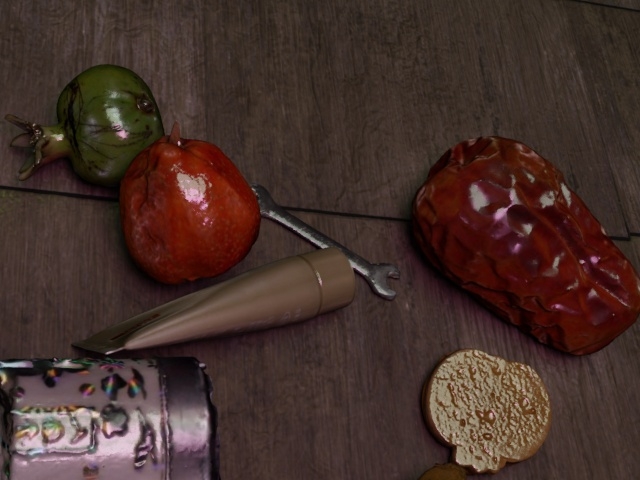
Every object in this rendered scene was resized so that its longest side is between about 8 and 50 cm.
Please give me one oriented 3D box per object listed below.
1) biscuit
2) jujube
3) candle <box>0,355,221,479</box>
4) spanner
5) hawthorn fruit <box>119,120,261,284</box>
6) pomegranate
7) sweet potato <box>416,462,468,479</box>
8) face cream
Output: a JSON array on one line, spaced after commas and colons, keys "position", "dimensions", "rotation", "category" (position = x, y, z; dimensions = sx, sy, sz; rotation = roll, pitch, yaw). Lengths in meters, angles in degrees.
[{"position": [0.209, 0.225, 1.178], "dimensions": [0.170, 0.050, 0.170], "rotation": [4, 66, -9], "category": "biscuit"}, {"position": [0.284, 0.014, 1.248], "dimensions": [0.342, 0.216, 0.216], "rotation": [42, 56, -8], "category": "jujube"}, {"position": [-0.264, 0.207, 0.938], "dimensions": [0.330, 0.187, 0.187], "rotation": [2, 61, -17], "category": "candle"}, {"position": [0.000, 0.000, 1.250], "dimensions": [0.254, 0.015, 0.054], "rotation": [32, 58, 0], "category": "spanner"}, {"position": [-0.161, -0.037, 1.117], "dimensions": [0.173, 0.173, 0.179], "rotation": [-32, 90, -31], "category": "hawthorn fruit"}, {"position": [-0.294, -0.138, 1.158], "dimensions": [0.191, 0.131, 0.152], "rotation": [-11, 69, -17], "category": "pomegranate"}, {"position": [0.229, 0.338, 1.093], "dimensions": [0.310, 0.098, 0.124], "rotation": [13, 66, -23], "category": "sweet potato"}, {"position": [-0.117, 0.084, 1.106], "dimensions": [0.341, 0.137, 0.084], "rotation": [-15, 97, -30], "category": "face cream"}]
